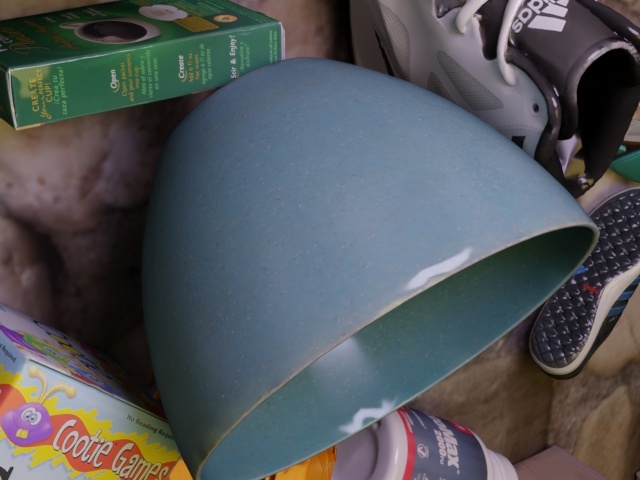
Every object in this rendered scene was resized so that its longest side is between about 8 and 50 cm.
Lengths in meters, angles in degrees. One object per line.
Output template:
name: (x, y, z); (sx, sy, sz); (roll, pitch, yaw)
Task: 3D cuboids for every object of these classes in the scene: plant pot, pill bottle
plant pot: (0.000, 0.000, 0.776); (0.290, 0.195, 0.290); (-30, 162, -11)
pill bottle: (0.087, 0.204, 1.053); (0.180, 0.108, 0.108); (23, 94, -40)

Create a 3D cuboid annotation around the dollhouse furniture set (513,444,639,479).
dollhouse furniture set: (0.315, 0.406, 1.200); (0.394, 0.256, 0.362); (-22, 119, -27)

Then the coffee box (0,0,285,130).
coffee box: (-0.129, -0.119, 0.769); (0.184, 0.113, 0.040); (-17, 120, -31)

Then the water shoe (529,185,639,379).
water shoe: (0.263, 0.039, 1.150); (0.203, 0.073, 0.080); (-54, 155, -6)

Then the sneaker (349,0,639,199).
sneaker: (0.100, -0.212, 0.798); (0.169, 0.257, 0.447); (-39, 126, -16)

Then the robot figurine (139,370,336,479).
robot figurine: (-0.078, 0.213, 0.903); (0.211, 0.085, 0.291); (14, 90, -30)

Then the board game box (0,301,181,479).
board game box: (-0.236, 0.192, 0.796); (0.142, 0.144, 0.275); (34, 86, -39)

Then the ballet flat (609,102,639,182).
ballet flat: (0.268, -0.099, 1.089); (0.213, 0.072, 0.068); (10, 72, -40)
